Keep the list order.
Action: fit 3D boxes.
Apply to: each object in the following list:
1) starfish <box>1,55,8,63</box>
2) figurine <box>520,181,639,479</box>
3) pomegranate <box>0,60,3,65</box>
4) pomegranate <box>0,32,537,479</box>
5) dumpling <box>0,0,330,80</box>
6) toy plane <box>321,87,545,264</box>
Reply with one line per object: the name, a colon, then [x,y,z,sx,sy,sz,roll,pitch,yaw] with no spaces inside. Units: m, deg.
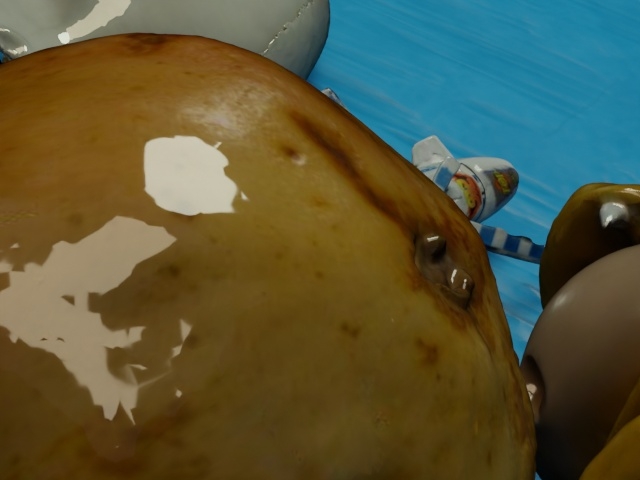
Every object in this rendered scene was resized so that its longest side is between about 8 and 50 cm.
starfish: [-0.231,-0.117,1.164,0.133,0.041,0.130,10,46,8]
figurine: [0.265,0.134,0.802,0.401,0.268,0.387,40,30,-18]
pomegranate: [-0.352,-0.095,1.024,0.285,0.285,0.341,-17,18,-16]
pomegranate: [-0.103,0.108,0.769,0.410,0.410,0.410,0,47,-1]
dumpling: [-0.118,-0.181,1.091,0.260,0.181,0.341,45,59,-9]
toy plane: [0.002,0.011,1.040,0.273,0.107,0.182,-36,96,0]
